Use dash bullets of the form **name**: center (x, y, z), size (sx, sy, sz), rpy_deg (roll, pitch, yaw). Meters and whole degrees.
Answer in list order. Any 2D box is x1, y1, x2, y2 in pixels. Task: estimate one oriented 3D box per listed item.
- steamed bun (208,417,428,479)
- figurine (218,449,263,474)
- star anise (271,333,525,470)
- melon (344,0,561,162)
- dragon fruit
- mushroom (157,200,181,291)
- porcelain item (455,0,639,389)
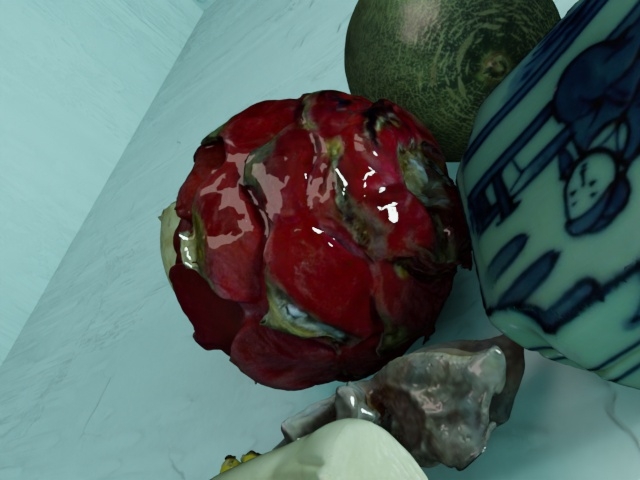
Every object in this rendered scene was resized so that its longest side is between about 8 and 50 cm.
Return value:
- **steamed bun**: center (0.010, 0.324, 0.430), size (0.247, 0.236, 0.383), rpy_deg (-40, 28, 38)
- **figurine**: center (-0.125, 0.335, 0.740), size (0.162, 0.143, 0.263), rpy_deg (-18, 31, 39)
- **star anise**: center (0.066, 0.156, 0.603), size (0.257, 0.198, 0.110), rpy_deg (-39, 61, 26)
- **melon**: center (0.148, -0.225, 0.885), size (0.248, 0.249, 0.329), rpy_deg (-49, 23, 5)
- **dragon fruit**: center (-0.001, -0.003, 0.771), size (0.329, 0.329, 0.329), rpy_deg (-37, 30, 26)
- **mushroom**: center (-0.115, 0.031, 1.078), size (0.254, 0.195, 0.188), rpy_deg (-6, 84, 47)
- **porcelain item**: center (0.241, -0.057, 0.548), size (0.281, 0.157, 0.285), rpy_deg (-48, 29, 39)
